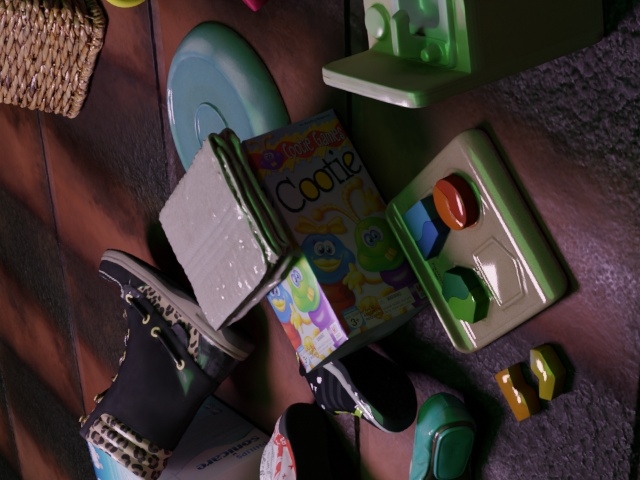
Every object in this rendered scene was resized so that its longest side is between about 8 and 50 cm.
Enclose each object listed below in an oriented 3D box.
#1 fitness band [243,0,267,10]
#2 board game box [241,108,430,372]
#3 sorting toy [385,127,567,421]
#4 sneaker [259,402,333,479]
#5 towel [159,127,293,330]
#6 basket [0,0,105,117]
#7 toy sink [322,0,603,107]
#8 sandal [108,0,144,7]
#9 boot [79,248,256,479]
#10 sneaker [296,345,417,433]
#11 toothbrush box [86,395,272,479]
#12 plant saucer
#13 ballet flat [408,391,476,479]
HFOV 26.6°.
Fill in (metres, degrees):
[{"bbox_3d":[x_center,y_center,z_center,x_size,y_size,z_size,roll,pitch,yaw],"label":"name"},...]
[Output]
[{"bbox_3d":[-0.151,-0.400,1.636,0.291,0.054,0.209,49,-178,-43],"label":"fitness band"},{"bbox_3d":[0.000,0.000,1.704,0.275,0.144,0.142,61,150,11],"label":"board game box"},{"bbox_3d":[0.186,0.051,1.534,0.307,0.041,0.229,62,150,10],"label":"sorting toy"},{"bbox_3d":[-0.033,0.389,2.006,0.145,0.090,0.270,118,152,-57],"label":"sneaker"},{"bbox_3d":[-0.122,-0.009,1.706,0.187,0.049,0.282,64,152,10],"label":"towel"},{"bbox_3d":[-0.486,-0.381,2.306,0.299,0.223,0.214,121,155,-55],"label":"basket"},{"bbox_3d":[0.124,-0.228,1.254,0.152,0.234,0.131,24,129,52],"label":"toy sink"},{"bbox_3d":[-0.349,-0.487,1.985,0.138,0.126,0.318,-2,106,63],"label":"sandal"},{"bbox_3d":[-0.296,0.193,2.189,0.377,0.284,0.138,30,178,40],"label":"boot"},{"bbox_3d":[0.044,0.193,1.764,0.234,0.084,0.097,43,134,46],"label":"sneaker"},{"bbox_3d":[-0.224,0.376,2.256,0.295,0.216,0.126,23,131,50],"label":"toothbrush box"},{"bbox_3d":[-0.138,-0.152,1.936,0.317,0.043,0.318,36,138,42],"label":"plant saucer"},{"bbox_3d":[0.152,0.287,1.732,0.087,0.083,0.247,-107,18,-48],"label":"ballet flat"}]
